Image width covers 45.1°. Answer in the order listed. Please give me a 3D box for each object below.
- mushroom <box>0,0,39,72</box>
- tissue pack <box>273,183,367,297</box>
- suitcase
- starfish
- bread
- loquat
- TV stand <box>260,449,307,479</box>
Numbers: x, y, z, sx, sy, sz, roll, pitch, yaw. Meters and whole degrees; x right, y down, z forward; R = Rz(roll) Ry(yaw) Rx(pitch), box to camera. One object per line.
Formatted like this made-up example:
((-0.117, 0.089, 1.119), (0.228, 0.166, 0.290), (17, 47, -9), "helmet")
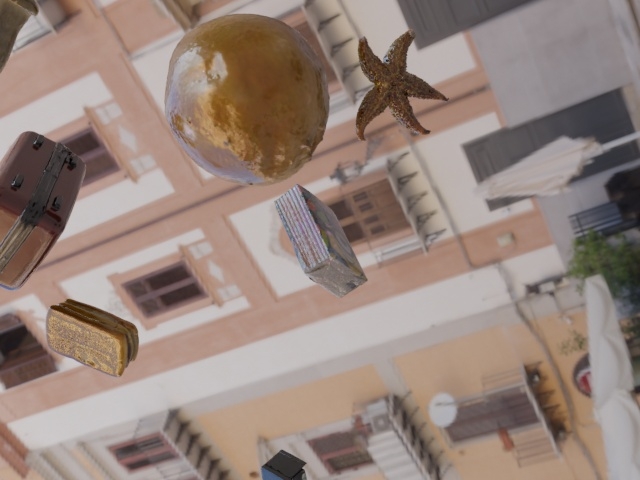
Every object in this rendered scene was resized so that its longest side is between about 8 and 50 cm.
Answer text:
((-0.472, -0.236, 1.009), (0.096, 0.247, 0.108), (30, 167, 33), "mushroom")
((0.000, 0.000, 1.139), (0.109, 0.060, 0.148), (39, -159, -51), "tissue pack")
((-0.604, -0.064, 1.553), (0.161, 0.236, 0.297), (32, -155, -24), "suitcase")
((0.143, -0.297, 1.512), (0.227, 0.240, 0.043), (32, 180, -16), "starfish")
((-0.467, 0.195, 1.574), (0.077, 0.201, 0.115), (-50, -27, -52), "bread")
((-0.136, -0.260, 1.447), (0.328, 0.329, 0.328), (54, -156, -38), "loquat")
((-0.032, 0.397, 1.034), (0.040, 0.049, 0.256), (-33, -54, -41), "TV stand")
